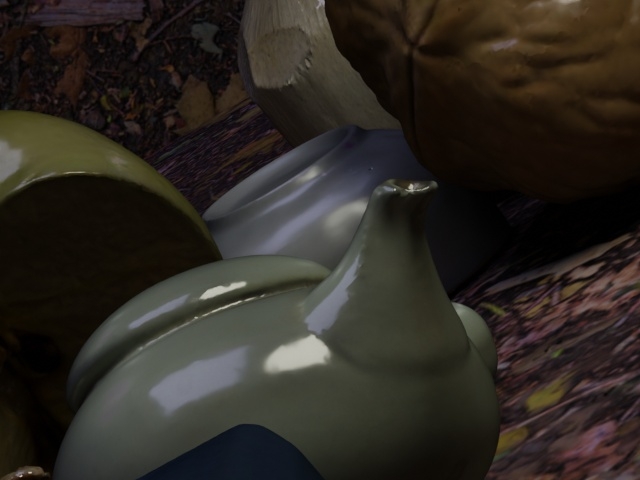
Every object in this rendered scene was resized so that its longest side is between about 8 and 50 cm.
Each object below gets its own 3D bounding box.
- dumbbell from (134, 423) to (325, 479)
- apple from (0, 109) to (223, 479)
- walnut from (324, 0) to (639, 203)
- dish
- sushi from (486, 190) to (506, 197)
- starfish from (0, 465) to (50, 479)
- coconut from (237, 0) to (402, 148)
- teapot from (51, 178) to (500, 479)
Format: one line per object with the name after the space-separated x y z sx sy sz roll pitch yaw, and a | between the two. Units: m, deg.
-0.120 0.203 0.720 0.325 0.144 0.160 -31 8 8 | dumbbell
-0.219 0.061 1.250 0.233 0.258 0.295 32 66 30 | apple
0.145 -0.158 1.273 0.252 0.277 0.313 -39 -8 37 | walnut
0.000 0.000 1.390 0.256 0.117 0.256 -31 11 7 | dish
0.130 -0.093 1.472 0.098 0.094 0.084 -28 39 6 | sushi
-0.254 0.265 0.988 0.301 0.084 0.293 -34 14 5 | starfish
0.050 -0.167 1.617 0.237 0.266 0.237 -31 19 12 | coconut
-0.012 0.095 0.927 0.220 0.149 0.318 -26 -18 2 | teapot
